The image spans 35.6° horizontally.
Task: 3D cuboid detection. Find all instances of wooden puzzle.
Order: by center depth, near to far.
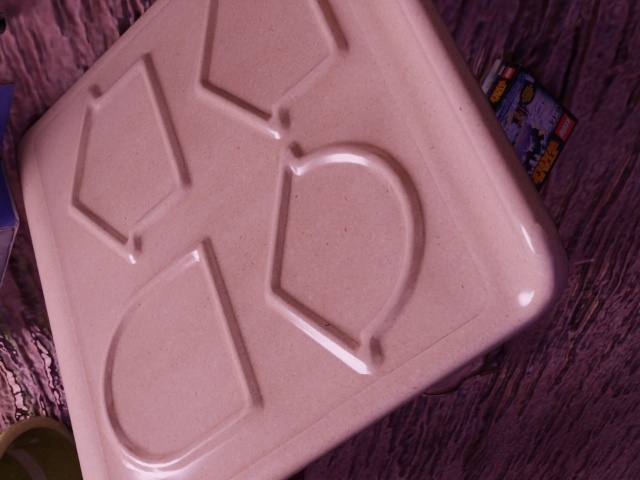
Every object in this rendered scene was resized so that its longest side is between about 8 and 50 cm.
[{"bbox_3d":[-0.044,-0.016,0.584,0.080,0.322,0.348,15,134,-45],"label":"wooden puzzle"}]

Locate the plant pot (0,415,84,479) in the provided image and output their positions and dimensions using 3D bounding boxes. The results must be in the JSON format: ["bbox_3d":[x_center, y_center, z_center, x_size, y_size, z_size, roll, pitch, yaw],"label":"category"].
[{"bbox_3d":[-0.374,0.324,0.969,0.253,0.276,0.276,-9,144,11],"label":"plant pot"}]

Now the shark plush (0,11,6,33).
[{"bbox_3d":[-0.268,-0.131,0.578,0.161,0.073,0.067,3,109,-16],"label":"shark plush"}]

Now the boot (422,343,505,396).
[{"bbox_3d":[0.150,0.112,1.038,0.106,0.037,0.114,-21,147,-15],"label":"boot"}]

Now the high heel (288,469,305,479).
[{"bbox_3d":[0.004,0.110,0.768,0.181,0.377,0.127,-12,108,3],"label":"high heel"}]

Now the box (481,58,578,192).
[{"bbox_3d":[0.137,-0.058,0.772,0.094,0.027,0.137,29,90,-43],"label":"box"}]

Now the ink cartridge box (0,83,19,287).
[{"bbox_3d":[-0.368,0.034,0.673,0.303,0.072,0.307,-9,147,-35],"label":"ink cartridge box"}]
